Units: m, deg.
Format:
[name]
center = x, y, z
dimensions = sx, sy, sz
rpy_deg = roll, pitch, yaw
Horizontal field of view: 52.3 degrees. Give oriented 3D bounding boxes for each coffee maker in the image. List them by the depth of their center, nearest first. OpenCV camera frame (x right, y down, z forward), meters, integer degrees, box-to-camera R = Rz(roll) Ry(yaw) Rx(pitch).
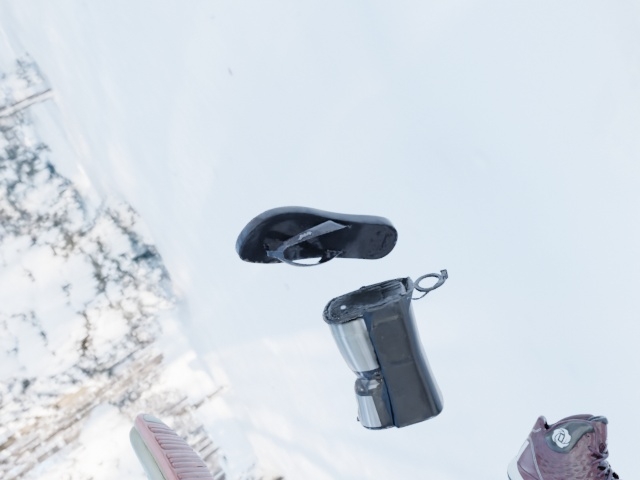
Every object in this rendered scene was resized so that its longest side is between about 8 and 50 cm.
[coffee maker]
center = 0.106, 0.152, 0.880
dimensions = 0.171, 0.120, 0.178
rpy_deg = -13, 106, 28

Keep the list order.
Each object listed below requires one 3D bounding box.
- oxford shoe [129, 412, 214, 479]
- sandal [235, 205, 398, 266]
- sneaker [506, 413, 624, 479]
[oxford shoe]
center = -0.235, 0.468, 1.072
dimensions = 0.397, 0.146, 0.140
rpy_deg = 51, -177, 30
[sandal]
center = 0.001, -0.001, 0.978
dimensions = 0.054, 0.254, 0.097
rpy_deg = -111, 24, -49
[sneaker]
center = 0.435, 0.358, 0.983
dimensions = 0.281, 0.163, 0.106
rpy_deg = 23, -174, 31
